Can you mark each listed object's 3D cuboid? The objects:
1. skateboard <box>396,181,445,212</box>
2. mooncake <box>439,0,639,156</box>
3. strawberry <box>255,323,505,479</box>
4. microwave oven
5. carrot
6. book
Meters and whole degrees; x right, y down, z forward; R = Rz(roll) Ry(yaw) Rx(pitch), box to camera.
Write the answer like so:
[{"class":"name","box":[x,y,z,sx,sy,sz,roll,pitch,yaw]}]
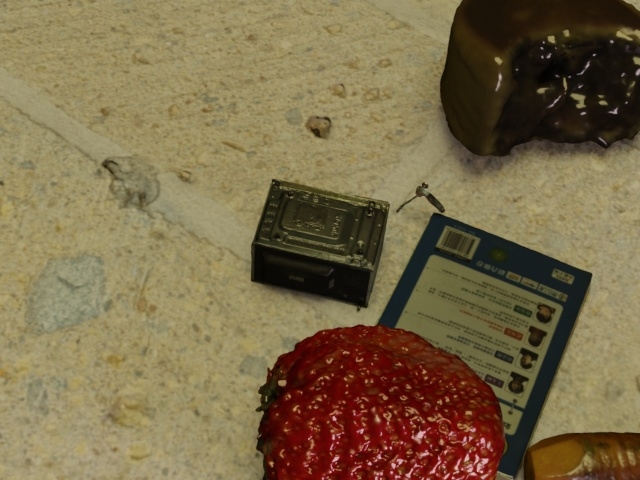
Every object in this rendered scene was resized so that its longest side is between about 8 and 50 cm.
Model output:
[{"class":"skateboard","box":[0.173,-0.061,2.038,0.064,0.083,0.032,45,57,-10]},{"class":"mooncake","box":[0.419,-0.297,2.116,0.394,0.246,0.393,20,46,10]},{"class":"strawberry","box":[0.083,0.258,1.631,0.351,0.267,0.312,-4,63,19]},{"class":"microwave oven","box":[0.000,0.000,1.935,0.204,0.129,0.163,11,52,4]},{"class":"carrot","box":[0.453,0.338,1.736,0.301,0.114,0.114,-2,54,-7]},{"class":"book","box":[0.240,0.161,1.890,0.300,0.039,0.428,23,55,12]}]
